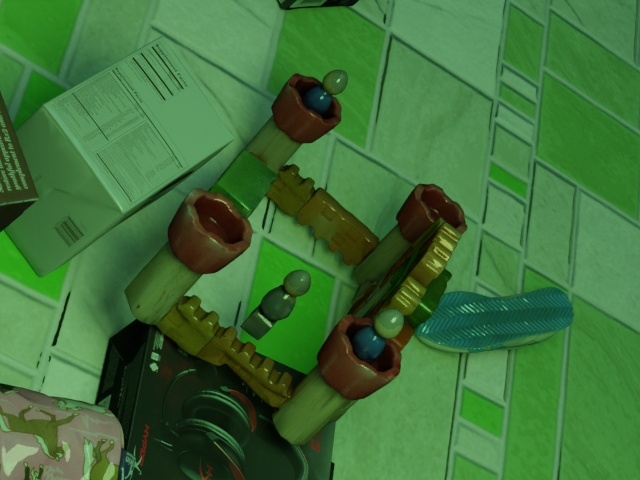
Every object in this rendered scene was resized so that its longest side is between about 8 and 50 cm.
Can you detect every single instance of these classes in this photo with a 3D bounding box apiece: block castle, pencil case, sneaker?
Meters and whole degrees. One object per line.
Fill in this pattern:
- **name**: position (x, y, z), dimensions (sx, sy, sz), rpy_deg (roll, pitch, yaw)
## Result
- **block castle**: position (0.000, 0.000, 1.820), dimensions (0.303, 0.213, 0.453), rpy_deg (41, 30, -4)
- **pencil case**: position (-0.382, 0.210, 1.524), dimensions (0.386, 0.167, 0.160), rpy_deg (16, 90, -33)
- **sneaker**: position (0.228, 0.118, 2.133), dimensions (0.229, 0.092, 0.087), rpy_deg (-2, 69, -19)

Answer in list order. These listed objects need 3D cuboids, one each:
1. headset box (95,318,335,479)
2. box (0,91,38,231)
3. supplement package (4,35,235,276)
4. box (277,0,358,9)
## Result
- **headset box**: position (-0.109, 0.236, 1.764), dimensions (0.293, 0.110, 0.218), rpy_deg (28, 50, -26)
- **box**: position (-0.428, -0.065, 1.601), dimensions (0.167, 0.203, 0.168), rpy_deg (-11, 75, -43)
- **supplement package**: position (-0.249, -0.095, 1.772), dimensions (0.149, 0.194, 0.203), rpy_deg (54, 46, -3)
- **box**: position (-0.008, -0.483, 2.206), dimensions (0.143, 0.165, 0.270), rpy_deg (-11, 74, -42)
